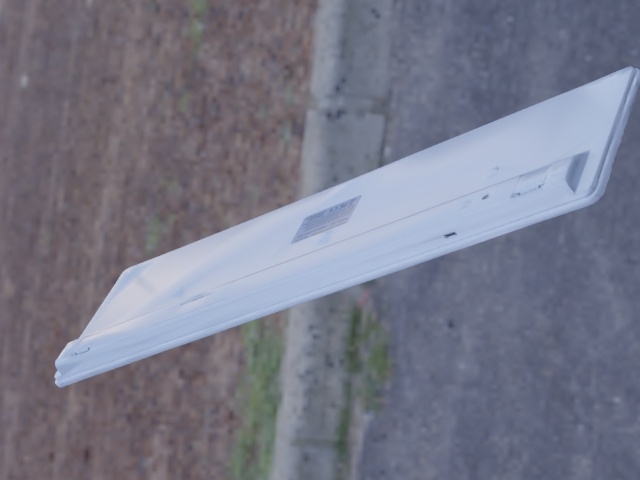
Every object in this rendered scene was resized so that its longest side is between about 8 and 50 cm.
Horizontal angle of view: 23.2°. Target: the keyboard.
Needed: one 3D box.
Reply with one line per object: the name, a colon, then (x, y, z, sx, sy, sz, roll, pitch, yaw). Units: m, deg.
keyboard: (0.000, 0.000, 0.571, 0.256, 0.014, 0.072, -20, 23, 37)
